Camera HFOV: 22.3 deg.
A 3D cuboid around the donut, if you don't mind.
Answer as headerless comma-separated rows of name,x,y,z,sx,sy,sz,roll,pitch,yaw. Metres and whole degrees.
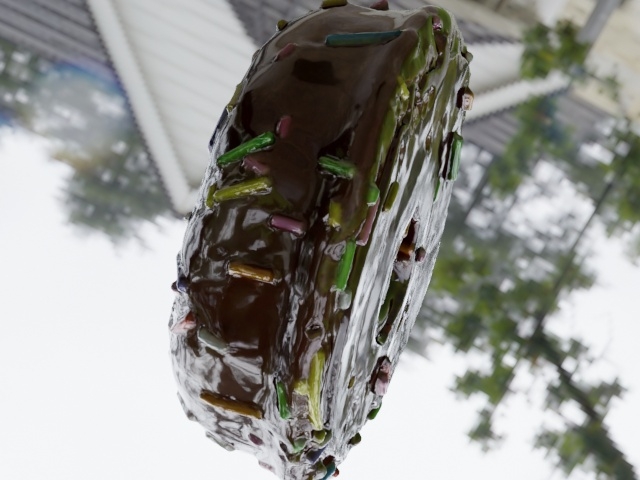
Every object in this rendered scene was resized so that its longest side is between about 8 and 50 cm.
donut,0.000,0.000,0.738,0.089,0.235,0.235,16,-166,11
